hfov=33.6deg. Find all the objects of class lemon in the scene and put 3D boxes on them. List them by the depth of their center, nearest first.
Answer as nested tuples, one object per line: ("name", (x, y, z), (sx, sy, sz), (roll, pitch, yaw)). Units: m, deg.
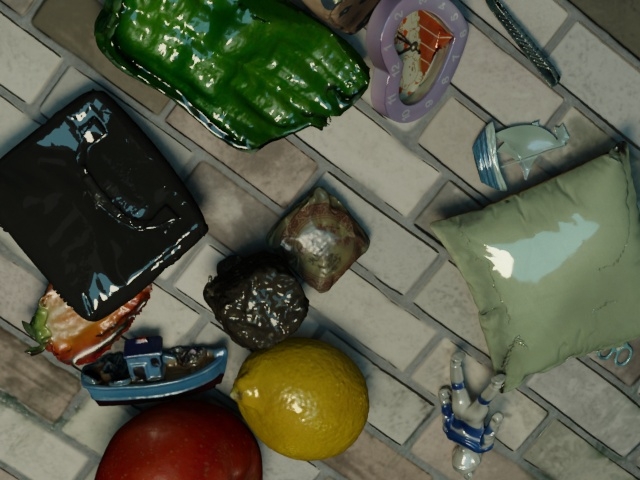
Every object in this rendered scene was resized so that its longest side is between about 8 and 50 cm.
("lemon", (-0.026, 0.235, 1.590), (0.244, 0.187, 0.187), (21, 104, -31))

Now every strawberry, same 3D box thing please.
("strawberry", (-0.351, 0.111, 1.594), (0.140, 0.085, 0.192), (35, 80, 4))

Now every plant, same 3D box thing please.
("plant", (-0.093, 0.085, 1.548), (0.131, 0.203, 0.142), (-36, 95, -2))

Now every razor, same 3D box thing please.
("razor", (0.291, -0.303, 1.548), (0.190, 0.033, 0.066), (51, 56, -17))

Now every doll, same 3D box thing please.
("doll", (0.235, 0.286, 1.678), (0.114, 0.057, 0.227), (23, 124, 31))

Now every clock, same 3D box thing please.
("clock", (0.131, -0.274, 1.499), (0.172, 0.064, 0.198), (-33, 136, -26))

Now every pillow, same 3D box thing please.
("pillow", (0.359, 0.049, 1.597), (0.310, 0.119, 0.312), (-21, 107, 7))

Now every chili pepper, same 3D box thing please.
("chili pepper", (-0.126, -0.262, 1.472), (0.385, 0.167, 0.213), (22, 118, -21))

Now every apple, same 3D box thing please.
("apple", (-0.212, 0.371, 1.587), (0.216, 0.260, 0.260), (8, 106, 20))

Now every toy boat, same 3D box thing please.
("toy boat", (0.293, -0.142, 1.585), (0.149, 0.034, 0.105), (-37, 106, 8))
("toy boat", (-0.251, 0.189, 1.614), (0.223, 0.100, 0.097), (-8, 117, -4))

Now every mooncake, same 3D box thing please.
("mooncake", (0.000, 0.000, 1.590), (0.130, 0.073, 0.125), (43, 97, -14))

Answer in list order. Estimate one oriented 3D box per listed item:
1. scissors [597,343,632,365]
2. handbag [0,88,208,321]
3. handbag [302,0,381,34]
("scissors", (0.486, 0.144, 1.684), (0.058, 0.014, 0.119), (20, 107, -9))
("handbag", (-0.323, -0.049, 1.525), (0.244, 0.088, 0.275), (-40, 86, -1))
("handbag", (0.014, -0.397, 1.398), (0.193, 0.251, 0.190), (42, 100, 5))
